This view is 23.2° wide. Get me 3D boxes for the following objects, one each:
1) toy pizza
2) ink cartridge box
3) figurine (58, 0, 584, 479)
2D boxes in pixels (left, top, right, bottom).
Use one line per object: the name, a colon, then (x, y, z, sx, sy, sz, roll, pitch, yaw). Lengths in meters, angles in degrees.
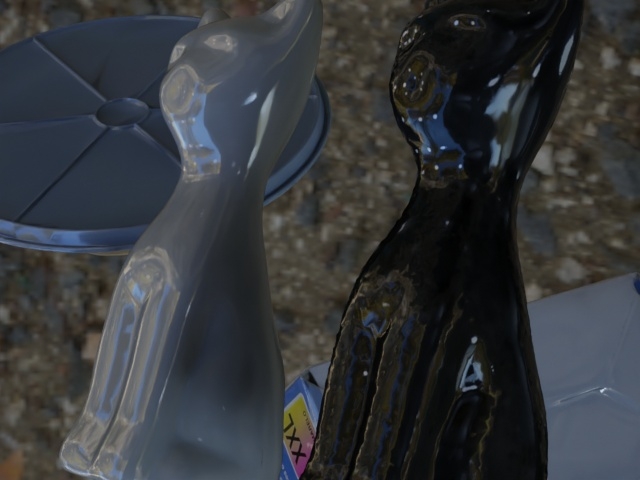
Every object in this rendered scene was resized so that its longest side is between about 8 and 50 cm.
toy pizza: (-0.095, -0.050, 0.756, 0.201, 0.201, 0.032, 28, 137, 35)
ink cartridge box: (0.066, 0.184, 1.138, 0.151, 0.270, 0.395, 69, 154, 14)
figurine: (0.000, 0.000, 0.583, 0.215, 0.092, 0.209, 5, 83, 46)
